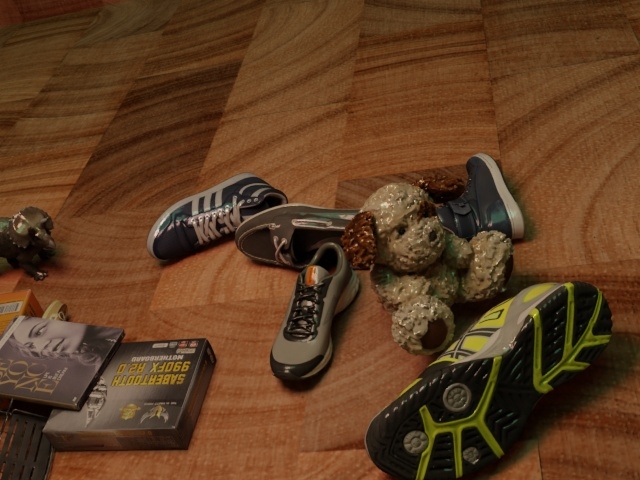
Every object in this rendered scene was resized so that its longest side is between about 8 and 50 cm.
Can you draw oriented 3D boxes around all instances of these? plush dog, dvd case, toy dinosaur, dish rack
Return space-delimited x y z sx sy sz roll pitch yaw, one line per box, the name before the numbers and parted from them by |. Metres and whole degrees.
plush dog | 0.138 0.017 1.193 0.262 0.225 0.211 -35 24 -31
dvd case | -0.457 0.197 1.297 0.221 0.018 0.164 4 42 18
toy dinosaur | -0.650 0.005 1.604 0.314 0.160 0.121 -4 39 15
dish rack | -0.533 0.298 1.156 0.272 0.074 0.208 19 33 -18

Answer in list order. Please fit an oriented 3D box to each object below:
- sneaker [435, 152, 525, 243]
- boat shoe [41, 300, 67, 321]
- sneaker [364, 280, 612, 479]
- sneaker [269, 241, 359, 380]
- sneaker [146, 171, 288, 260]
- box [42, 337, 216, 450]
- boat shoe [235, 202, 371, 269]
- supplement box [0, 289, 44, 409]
sneaker | 0.253 -0.072 1.409 0.163 0.086 0.226 -13 39 1
boat shoe | -0.484 0.173 1.419 0.048 0.056 0.153 0 41 7
sneaker | 0.225 0.194 1.082 0.385 0.145 0.147 -31 7 -12
sneaker | -0.019 0.112 1.270 0.100 0.108 0.271 4 43 22
sneaker | -0.193 -0.035 1.527 0.282 0.099 0.153 -34 39 -25
box | -0.301 0.245 1.254 0.231 0.056 0.183 -5 39 16
boat shoe | 0.000 0.000 1.399 0.335 0.112 0.095 -4 35 11
supplement box | -0.568 0.195 1.404 0.080 0.078 0.233 -8 39 6
